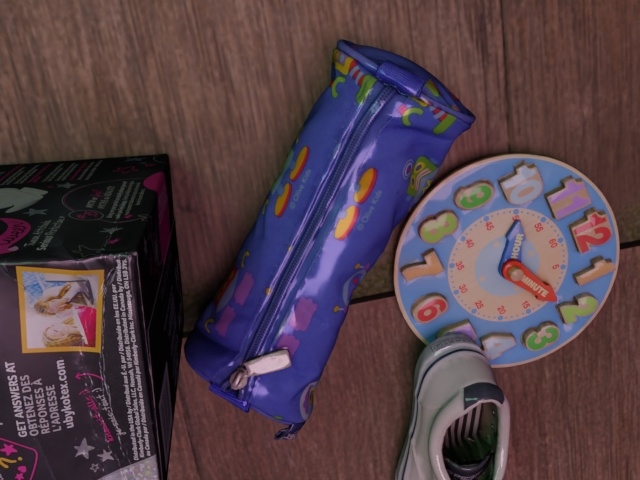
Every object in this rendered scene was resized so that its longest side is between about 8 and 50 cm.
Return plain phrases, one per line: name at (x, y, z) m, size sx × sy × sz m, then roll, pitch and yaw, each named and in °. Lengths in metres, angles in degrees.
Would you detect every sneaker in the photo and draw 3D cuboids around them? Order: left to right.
sneaker at (0.121, 0.214, 0.672) m, size 0.094 × 0.091 × 0.258 m, roll -8°, pitch 119°, yaw -5°

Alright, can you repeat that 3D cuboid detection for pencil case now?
pencil case at (0.000, 0.000, 0.570) m, size 0.119 × 0.133 × 0.306 m, roll 28°, pitch 102°, yaw 1°

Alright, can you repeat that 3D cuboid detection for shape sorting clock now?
shape sorting clock at (0.167, 0.023, 0.652) m, size 0.206 × 0.040 × 0.206 m, roll -3°, pitch 108°, yaw -8°

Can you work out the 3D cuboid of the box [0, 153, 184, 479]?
box at (-0.174, 0.046, 0.495) m, size 0.142 × 0.247 × 0.163 m, roll -3°, pitch 109°, yaw -6°
